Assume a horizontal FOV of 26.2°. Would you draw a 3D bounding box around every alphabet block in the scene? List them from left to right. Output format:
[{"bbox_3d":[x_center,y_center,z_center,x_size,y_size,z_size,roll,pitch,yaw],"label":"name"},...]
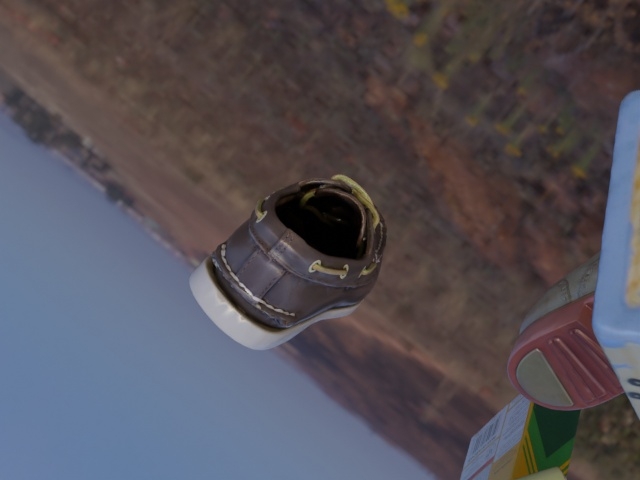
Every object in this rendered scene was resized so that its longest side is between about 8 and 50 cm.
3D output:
[{"bbox_3d":[0.310,0.021,0.975,0.192,0.193,0.197,3,157,26],"label":"alphabet block"}]

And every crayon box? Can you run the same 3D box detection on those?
[{"bbox_3d":[0.259,0.372,1.943,0.083,0.323,0.203,31,136,-5],"label":"crayon box"}]

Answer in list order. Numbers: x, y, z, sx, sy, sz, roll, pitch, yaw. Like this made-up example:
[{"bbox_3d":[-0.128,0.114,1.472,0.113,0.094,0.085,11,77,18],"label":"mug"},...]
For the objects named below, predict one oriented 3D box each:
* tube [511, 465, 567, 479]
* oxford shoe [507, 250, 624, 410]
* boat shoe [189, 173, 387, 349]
[{"bbox_3d":[0.185,0.340,1.664,0.062,0.240,0.070,78,175,-78],"label":"tube"},{"bbox_3d":[0.352,0.026,1.335,0.140,0.397,0.146,48,-144,-23],"label":"oxford shoe"},{"bbox_3d":[0.000,0.000,1.160,0.116,0.097,0.324,46,-159,7],"label":"boat shoe"}]
